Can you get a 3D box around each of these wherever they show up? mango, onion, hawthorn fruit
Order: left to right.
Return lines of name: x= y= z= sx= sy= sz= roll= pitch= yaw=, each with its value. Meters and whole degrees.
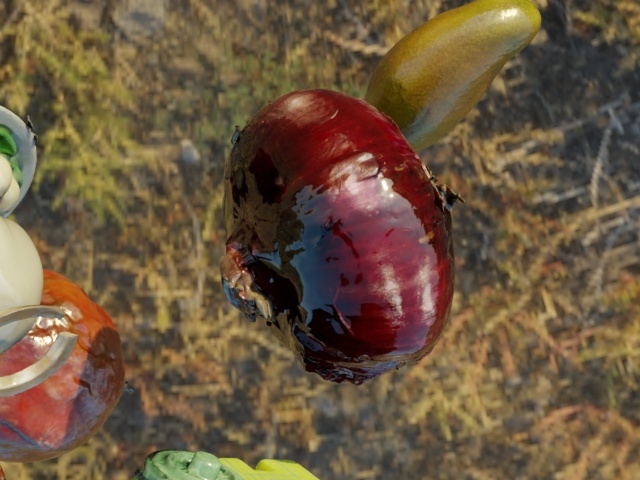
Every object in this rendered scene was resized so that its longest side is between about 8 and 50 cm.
hawthorn fruit: x=-0.335 y=0.165 z=1.828 sx=0.242 sy=0.242 sz=0.272 roll=-37 pitch=138 yaw=24
onion: x=0.000 y=0.000 z=1.481 sx=0.232 sy=0.314 sz=0.314 roll=-18 pitch=135 yaw=-18
mango: x=0.133 y=-0.180 z=1.545 sx=0.136 sy=0.099 sz=0.227 roll=0 pitch=148 yaw=-49

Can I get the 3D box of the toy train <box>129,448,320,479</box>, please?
toy train: x=-0.007 y=0.342 z=1.392 sx=0.272 sy=0.442 sz=0.179 roll=10 pitch=104 yaw=-44

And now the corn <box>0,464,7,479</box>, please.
corn: x=-0.200 y=0.202 z=0.833 sx=0.092 sy=0.092 sz=0.280 roll=-17 pitch=104 yaw=9

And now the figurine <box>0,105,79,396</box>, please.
figurine: x=-0.190 y=0.012 z=0.802 sx=0.132 sy=0.153 sz=0.132 roll=-23 pitch=146 yaw=-16
